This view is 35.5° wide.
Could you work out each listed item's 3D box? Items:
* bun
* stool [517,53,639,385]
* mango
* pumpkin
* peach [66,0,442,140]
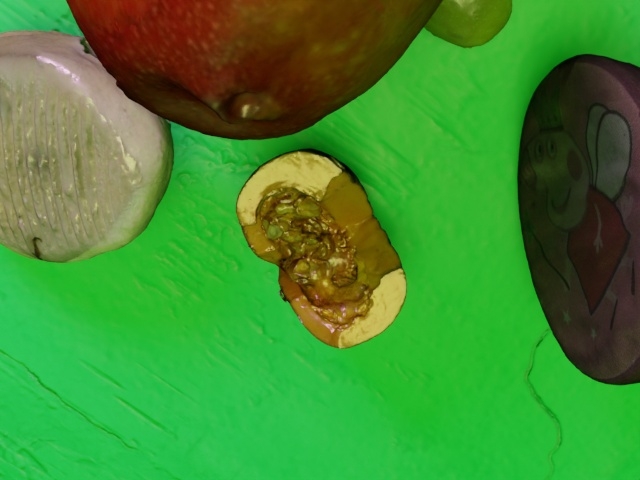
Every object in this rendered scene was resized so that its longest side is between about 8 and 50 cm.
[{"bbox_3d":[-0.234,-0.088,0.899,0.237,0.116,0.210,-3,116,21],"label":"bun"},{"bbox_3d":[0.289,-0.025,0.826,0.178,0.272,0.272,-7,113,-10],"label":"stool"},{"bbox_3d":[0.108,-0.239,0.832,0.091,0.074,0.165,-18,109,15],"label":"mango"},{"bbox_3d":[0.000,0.000,0.924,0.119,0.107,0.183,-27,101,7],"label":"pumpkin"},{"bbox_3d":[-0.033,-0.246,0.703,0.372,0.290,0.373,-8,76,35],"label":"peach"}]
